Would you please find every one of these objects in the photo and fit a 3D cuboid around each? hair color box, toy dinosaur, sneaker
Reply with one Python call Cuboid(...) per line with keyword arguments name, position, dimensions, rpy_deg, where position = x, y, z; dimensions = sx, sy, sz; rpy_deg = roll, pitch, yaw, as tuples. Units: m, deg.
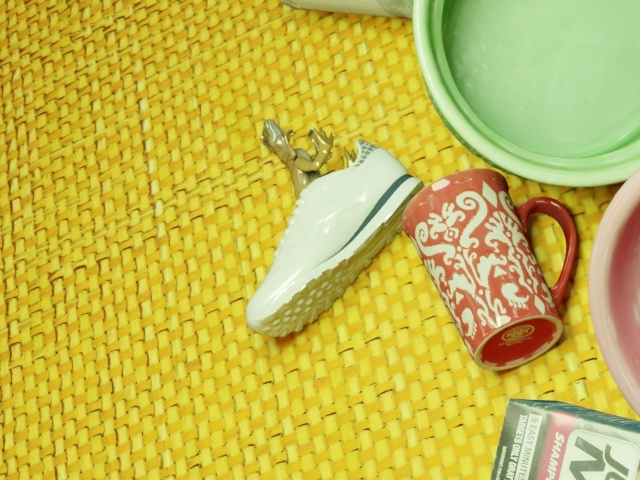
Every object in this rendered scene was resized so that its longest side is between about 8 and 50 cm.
Cuboid(name="hair color box", position=(0.306, 0.248, 1.276), dimensions=(0.347, 0.105, 0.174), rpy_deg=(11, 90, 33))
Cuboid(name="toy dinosaur", position=(-0.008, -0.055, 1.696), dimensions=(0.112, 0.064, 0.211), rpy_deg=(-46, 43, 32))
Cuboid(name="sneaker", position=(0.000, 0.000, 1.616), dimensions=(0.095, 0.090, 0.235), rpy_deg=(41, 74, 17))

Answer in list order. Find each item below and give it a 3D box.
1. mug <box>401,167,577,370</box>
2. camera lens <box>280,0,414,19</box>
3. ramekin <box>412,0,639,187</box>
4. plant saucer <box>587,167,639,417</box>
Cuboid(name="mug", position=(0.173, 0.022, 1.509), dimensions=(0.150, 0.113, 0.169), rpy_deg=(-30, 56, 13))
Cuboid(name="camera lens", position=(0.072, -0.352, 1.710), dimensions=(0.274, 0.219, 0.219), rpy_deg=(11, 68, 33))
Cuboid(name="ramekin", position=(0.233, -0.195, 1.500), dimensions=(0.303, 0.148, 0.303), rpy_deg=(0, 87, -1))
Cuboid(name="plant saucer", position=(0.385, 0.054, 1.290), dimensions=(0.332, 0.332, 0.084), rpy_deg=(13, 29, 33))
